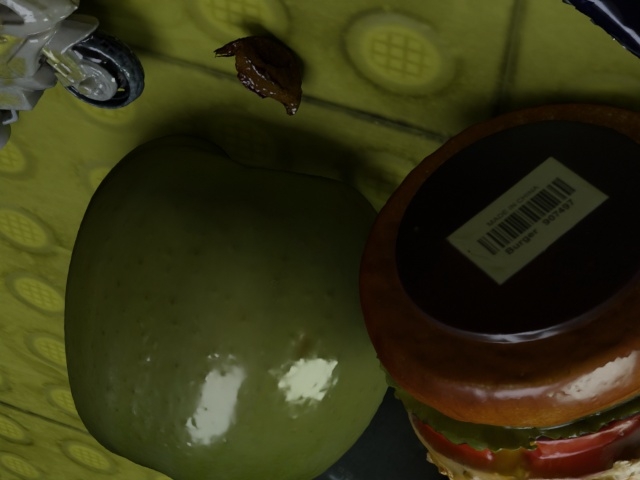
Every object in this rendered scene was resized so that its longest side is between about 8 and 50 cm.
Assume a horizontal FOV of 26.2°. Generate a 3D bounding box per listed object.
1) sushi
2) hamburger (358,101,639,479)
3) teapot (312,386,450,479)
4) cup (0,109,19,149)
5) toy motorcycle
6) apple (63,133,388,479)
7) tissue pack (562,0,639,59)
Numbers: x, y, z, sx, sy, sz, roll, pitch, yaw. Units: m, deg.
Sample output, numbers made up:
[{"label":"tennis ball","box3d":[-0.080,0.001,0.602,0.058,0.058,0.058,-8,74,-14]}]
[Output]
[{"label":"sushi","box3d":[-0.051,-0.157,1.281,0.099,0.050,0.047,44,138,-18]},{"label":"hamburger","box3d":[0.205,0.067,1.187,0.330,0.330,0.250,3,143,30]},{"label":"teapot","box3d":[0.114,0.235,1.505,0.344,0.300,0.253,43,172,31]},{"label":"cup","box3d":[-0.378,-0.151,1.500,0.104,0.074,0.116,-18,140,9]},{"label":"toy motorcycle","box3d":[-0.341,-0.218,1.330,0.341,0.107,0.223,6,143,25]},{"label":"apple","box3d":[-0.105,0.089,1.417,0.312,0.360,0.320,8,-169,-20]},{"label":"tissue pack","box3d":[0.305,-0.184,0.859,0.332,0.123,0.245,35,103,-15]}]
